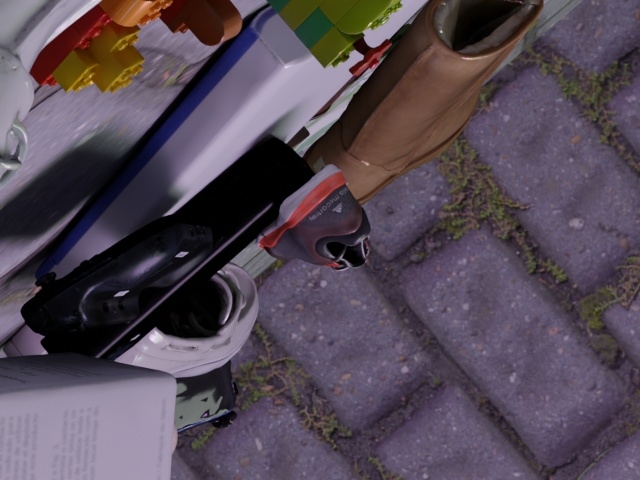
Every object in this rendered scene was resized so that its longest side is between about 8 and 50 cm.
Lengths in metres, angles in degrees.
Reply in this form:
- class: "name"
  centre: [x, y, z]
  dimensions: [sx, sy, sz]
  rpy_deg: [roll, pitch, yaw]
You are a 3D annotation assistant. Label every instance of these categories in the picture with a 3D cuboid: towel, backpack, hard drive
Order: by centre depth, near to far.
- class: "hard drive"
  centre: [-0.049, -0.084, 1.287]
  dimensions: [0.210, 0.040, 0.319]
  rpy_deg: [-37, 176, -43]
- class: "towel"
  centre: [0.019, -0.126, 1.707]
  dimensions: [0.113, 0.023, 0.152]
  rpy_deg: [-39, 177, -32]
- class: "backpack"
  centre: [-0.182, 0.123, 1.852]
  dimensions: [0.158, 0.117, 0.173]
  rpy_deg: [-18, -156, -24]

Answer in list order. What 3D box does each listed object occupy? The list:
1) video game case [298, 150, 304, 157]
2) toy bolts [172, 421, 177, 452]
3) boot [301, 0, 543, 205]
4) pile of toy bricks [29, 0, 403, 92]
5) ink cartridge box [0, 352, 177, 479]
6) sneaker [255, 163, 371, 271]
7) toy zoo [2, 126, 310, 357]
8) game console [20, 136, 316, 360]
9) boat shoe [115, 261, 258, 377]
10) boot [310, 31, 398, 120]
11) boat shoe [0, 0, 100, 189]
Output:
- class: "video game case"
  centre: [-0.116, -0.008, 1.816]
  dimensions: [0.190, 0.022, 0.173]
  rpy_deg: [-43, 176, 35]
- class: "toy bolts"
  centre: [-0.222, 0.205, 1.632]
  dimensions: [0.228, 0.158, 0.218]
  rpy_deg: [-45, 141, -63]
- class: "boot"
  centre: [0.105, -0.142, 1.512]
  dimensions: [0.236, 0.089, 0.269]
  rpy_deg: [-49, 180, -35]
- class: "pile of toy bricks"
  centre: [-0.008, -0.111, 0.733]
  dimensions: [0.212, 0.105, 0.118]
  rpy_deg: [-42, 177, 35]
- class: "ink cartridge box"
  centre: [-0.237, 0.224, 0.988]
  dimensions: [0.091, 0.308, 0.385]
  rpy_deg: [8, -175, 38]
- class: "sneaker"
  centre: [0.000, 0.000, 1.314]
  dimensions: [0.061, 0.065, 0.158]
  rpy_deg: [-41, 177, -11]
- class: "toy zoo"
  centre: [-0.149, 0.013, 1.604]
  dimensions: [0.293, 0.030, 0.192]
  rpy_deg: [-42, 177, 38]
- class: "game console"
  centre: [-0.101, 0.010, 1.236]
  dimensions: [0.213, 0.044, 0.361]
  rpy_deg: [-41, 178, 2]
- class: "boat shoe"
  centre: [-0.107, 0.055, 1.598]
  dimensions: [0.088, 0.096, 0.267]
  rpy_deg: [-36, 171, 25]
- class: "boot"
  centre: [0.030, -0.145, 1.415]
  dimensions: [0.114, 0.037, 0.106]
  rpy_deg: [-41, -174, 46]
- class: "boat shoe"
  centre: [-0.132, -0.033, 0.622]
  dimensions: [0.226, 0.076, 0.083]
  rpy_deg: [-39, 177, -15]
